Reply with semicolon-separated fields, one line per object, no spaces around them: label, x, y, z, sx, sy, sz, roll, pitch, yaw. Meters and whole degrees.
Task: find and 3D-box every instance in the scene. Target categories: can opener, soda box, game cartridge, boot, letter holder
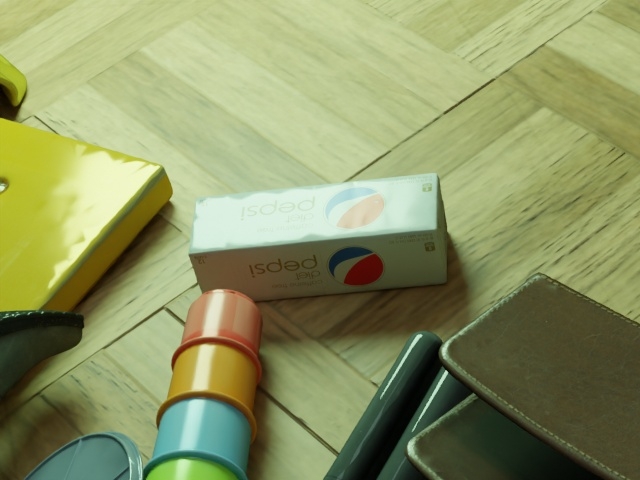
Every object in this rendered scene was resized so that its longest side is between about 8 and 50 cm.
can opener;0.033;0.172;1.259;0.076;0.095;0.283;16;57;28
soda box;0.000;0.000;1.472;0.216;0.069;0.074;-6;44;10
game cartridge;-0.337;0.017;1.565;0.285;0.052;0.323;17;53;29
boot;-0.280;0.144;1.357;0.083;0.161;0.246;-4;5;35
letter holder;0.192;0.186;1.137;0.214;0.152;0.302;-32;44;-32

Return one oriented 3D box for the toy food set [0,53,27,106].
toy food set;-0.394;-0.188;1.766;0.218;0.128;0.071;40;101;39

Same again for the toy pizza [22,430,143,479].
toy pizza;-0.195;0.230;1.254;0.201;0.032;0.201;-36;30;24

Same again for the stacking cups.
stacking cups;-0.099;0.166;1.310;0.096;0.096;0.316;-6;41;9
